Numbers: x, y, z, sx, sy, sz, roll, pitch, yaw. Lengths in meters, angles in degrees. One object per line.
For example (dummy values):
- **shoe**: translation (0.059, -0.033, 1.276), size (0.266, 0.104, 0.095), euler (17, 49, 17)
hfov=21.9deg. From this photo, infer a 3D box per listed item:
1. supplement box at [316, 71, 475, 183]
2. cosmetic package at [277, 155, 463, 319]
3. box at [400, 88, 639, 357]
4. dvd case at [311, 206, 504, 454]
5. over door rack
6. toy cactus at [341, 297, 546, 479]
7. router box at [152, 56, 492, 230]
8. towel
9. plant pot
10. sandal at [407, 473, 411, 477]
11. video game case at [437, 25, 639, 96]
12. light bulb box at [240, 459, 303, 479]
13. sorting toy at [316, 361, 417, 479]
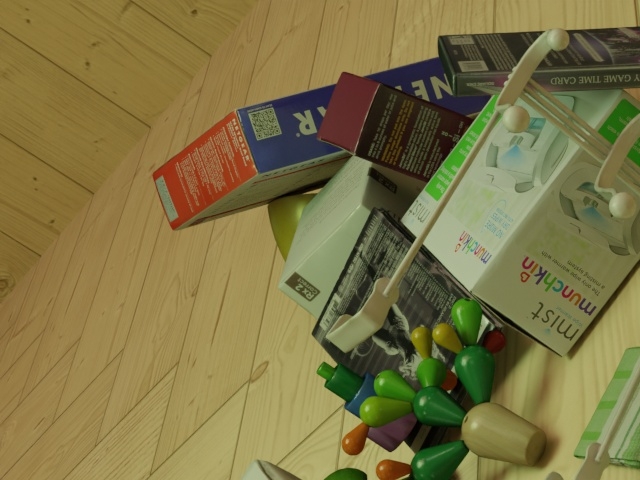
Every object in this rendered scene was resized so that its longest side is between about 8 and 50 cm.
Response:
- **supplement box**: translation (0.106, -0.107, 1.751), size (0.104, 0.188, 0.081), euler (30, 100, 64)
- **cosmetic package**: translation (0.066, 0.005, 1.848), size (0.151, 0.151, 0.184), euler (-46, 15, 29)
- **box**: translation (0.220, -0.043, 1.599), size (0.231, 0.127, 0.262), euler (-53, 19, 6)
- **dvd case**: translation (0.083, 0.092, 1.672), size (0.221, 0.018, 0.164), euler (47, 120, 43)
- **over door rack**: translation (0.197, 0.016, 1.306), size (0.324, 0.239, 0.108), euler (-55, 9, -21)
- **toy cactus**: translation (0.123, 0.167, 1.502), size (0.180, 0.112, 0.219), euler (19, 69, 38)
- **router box**: translation (0.000, -0.122, 2.040), size (0.335, 0.082, 0.301), euler (-17, -5, -27)
- **towel**: translation (0.270, 0.134, 1.328), size (0.113, 0.023, 0.152), euler (-59, 15, -14)
- **plant pot**: translation (0.000, 0.000, 2.134), size (0.134, 0.134, 0.095), euler (-24, 66, 60)
- **sandal**: translation (0.041, 0.313, 1.555), size (0.254, 0.054, 0.097), euler (-57, 17, -2)
- **video game case**: translation (0.251, -0.169, 1.525), size (0.196, 0.274, 0.026), euler (-90, -2, -73)
- **light bulb box**: translation (0.034, 0.383, 0.941), size (0.358, 0.361, 0.225), euler (-57, 17, 0)
- **sorting toy**: translation (-0.051, 0.269, 1.607), size (0.365, 0.126, 0.127), euler (-56, 5, 2)
